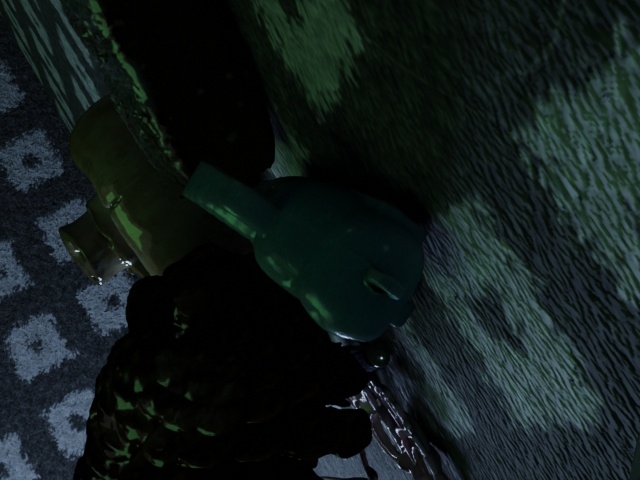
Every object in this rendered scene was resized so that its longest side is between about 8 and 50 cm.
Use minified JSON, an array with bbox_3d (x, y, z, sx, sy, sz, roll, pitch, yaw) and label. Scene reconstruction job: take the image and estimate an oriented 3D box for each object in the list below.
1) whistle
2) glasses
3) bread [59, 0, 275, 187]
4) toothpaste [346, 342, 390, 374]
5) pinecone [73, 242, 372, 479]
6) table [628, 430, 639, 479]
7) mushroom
[{"bbox_3d":[0.000,0.000,0.717,0.186,0.093,0.274,36,179,-21],"label":"whistle"},{"bbox_3d":[0.041,0.192,0.978,0.255,0.095,0.162,21,135,65],"label":"glasses"},{"bbox_3d":[-0.172,-0.235,0.798,0.416,0.113,0.165,65,168,-24],"label":"bread"},{"bbox_3d":[0.045,0.110,0.938,0.037,0.021,0.140,56,168,4],"label":"toothpaste"},{"bbox_3d":[-0.087,0.171,0.905,0.298,0.242,0.295,-110,34,-54],"label":"pinecone"},{"bbox_3d":[0.144,0.200,0.498,0.166,0.167,0.198,51,156,35],"label":"table"},{"bbox_3d":[-0.161,-0.021,1.045,0.189,0.195,0.253,35,156,53],"label":"mushroom"}]
